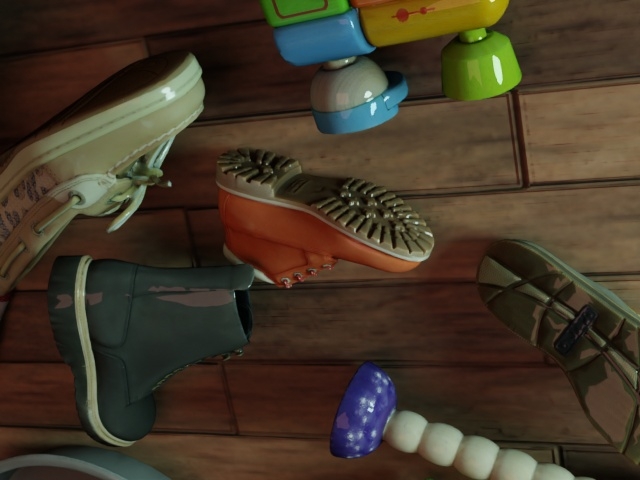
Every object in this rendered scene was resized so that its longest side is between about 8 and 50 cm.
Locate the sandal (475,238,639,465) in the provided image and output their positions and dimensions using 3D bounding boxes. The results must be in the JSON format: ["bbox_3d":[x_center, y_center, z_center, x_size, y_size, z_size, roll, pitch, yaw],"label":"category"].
[{"bbox_3d":[0.175,0.065,0.661,0.180,0.049,0.072,45,116,18],"label":"sandal"}]

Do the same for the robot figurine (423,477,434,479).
[{"bbox_3d":[0.070,0.229,0.758,0.101,0.067,0.115,23,119,10],"label":"robot figurine"}]

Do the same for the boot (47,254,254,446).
[{"bbox_3d":[-0.106,0.089,0.758,0.137,0.076,0.198,-1,142,4],"label":"boot"}]

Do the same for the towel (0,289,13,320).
[{"bbox_3d":[-0.421,0.119,0.904,0.237,0.037,0.329,27,115,-4],"label":"towel"}]

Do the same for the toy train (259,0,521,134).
[{"bbox_3d":[0.084,-0.144,0.585,0.248,0.105,0.143,-6,119,25],"label":"toy train"}]

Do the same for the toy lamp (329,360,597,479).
[{"bbox_3d":[0.145,0.159,0.694,0.275,0.080,0.080,20,117,17],"label":"toy lamp"}]

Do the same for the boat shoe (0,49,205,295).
[{"bbox_3d":[-0.170,-0.043,0.735,0.285,0.104,0.089,-23,109,40],"label":"boat shoe"}]

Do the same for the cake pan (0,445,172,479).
[{"bbox_3d":[-0.186,0.299,0.903,0.293,0.054,0.293,9,114,20],"label":"cake pan"}]

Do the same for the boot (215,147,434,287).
[{"bbox_3d":[0.000,0.000,0.703,0.158,0.059,0.084,21,121,24],"label":"boot"}]
